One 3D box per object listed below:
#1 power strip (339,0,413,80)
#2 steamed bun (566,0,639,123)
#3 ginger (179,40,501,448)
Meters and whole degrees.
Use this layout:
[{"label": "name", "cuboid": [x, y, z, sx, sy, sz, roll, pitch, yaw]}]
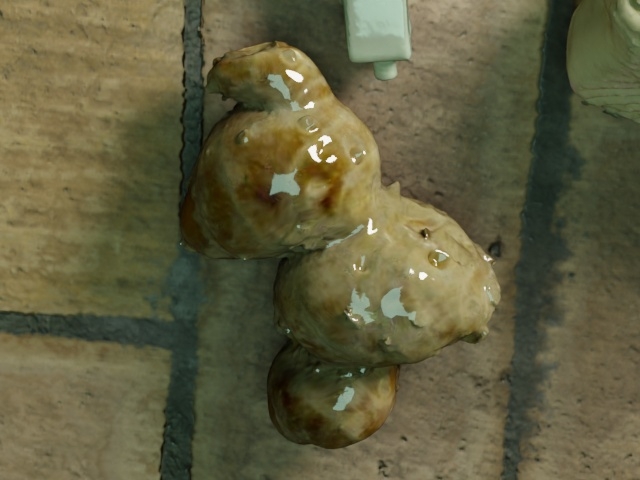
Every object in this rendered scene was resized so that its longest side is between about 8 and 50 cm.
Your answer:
[{"label": "power strip", "cuboid": [0.038, -0.324, 1.549, 0.062, 0.091, 0.385, -4, 108, 3]}, {"label": "steamed bun", "cuboid": [0.377, -0.184, 1.510, 0.320, 0.275, 0.206, 20, 77, 7]}, {"label": "ginger", "cuboid": [0.000, 0.000, 1.612, 0.256, 0.176, 0.375, -22, 106, 23]}]
